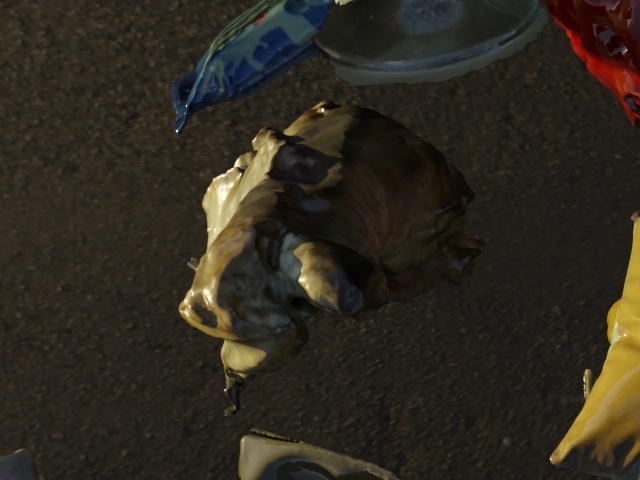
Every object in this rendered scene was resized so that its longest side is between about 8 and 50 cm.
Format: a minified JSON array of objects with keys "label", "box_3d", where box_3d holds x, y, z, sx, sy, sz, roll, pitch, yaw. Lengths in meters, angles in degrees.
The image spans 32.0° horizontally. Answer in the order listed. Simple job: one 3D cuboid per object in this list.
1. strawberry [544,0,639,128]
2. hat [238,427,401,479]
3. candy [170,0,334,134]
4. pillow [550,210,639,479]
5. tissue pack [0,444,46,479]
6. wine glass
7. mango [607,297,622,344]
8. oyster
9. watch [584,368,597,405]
[{"label":"strawberry","box_3d":[0.214,-0.232,0.513,0.312,0.267,0.351,-22,78,-5]},{"label":"hat","box_3d":[0.003,0.169,0.460,0.147,0.085,0.175,-103,24,-45]},{"label":"candy","box_3d":[-0.034,-0.244,1.254,0.331,0.187,0.077,-31,114,10]},{"label":"pillow","box_3d":[0.419,0.141,1.097,0.310,0.119,0.312,20,66,10]},{"label":"tissue pack","box_3d":[-0.253,0.179,0.602,0.215,0.256,0.123,8,53,-11]},{"label":"wine glass","box_3d":[0.069,-0.321,0.948,0.238,0.238,0.322,-9,76,24]},{"label":"mango","box_3d":[0.469,0.110,1.443,0.195,0.130,0.091,-11,54,9]},{"label":"oyster","box_3d":[-0.008,-0.002,0.676,0.198,0.337,0.133,-3,110,15]},{"label":"watch","box_3d":[0.415,0.223,1.360,0.165,0.268,0.102,7,73,25]}]
